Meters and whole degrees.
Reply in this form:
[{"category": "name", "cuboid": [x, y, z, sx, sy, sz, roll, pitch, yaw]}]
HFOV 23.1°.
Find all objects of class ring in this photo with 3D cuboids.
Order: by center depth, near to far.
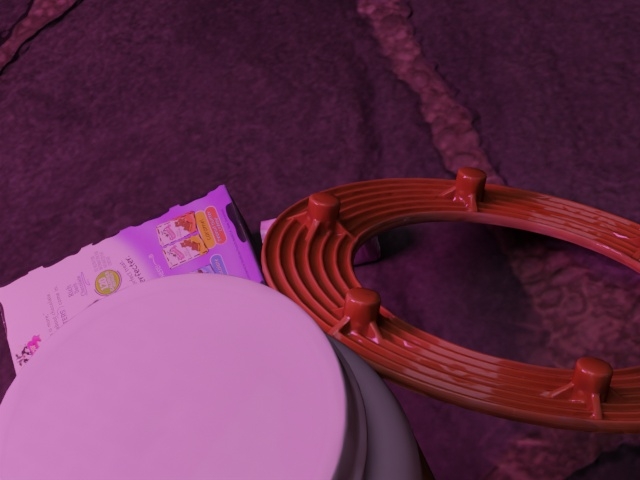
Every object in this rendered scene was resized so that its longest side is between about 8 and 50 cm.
[{"category": "ring", "cuboid": [0.130, 0.022, 1.005, 0.336, 0.032, 0.336, 8, 25, -4]}]

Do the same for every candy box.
[{"category": "candy box", "cuboid": [-0.126, 0.073, 1.158, 0.196, 0.070, 0.165, -24, 52, 1]}]

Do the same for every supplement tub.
[{"category": "supplement tub", "cuboid": [-0.037, 0.182, 0.893, 0.228, 0.316, 0.228, -9, 54, 12]}]

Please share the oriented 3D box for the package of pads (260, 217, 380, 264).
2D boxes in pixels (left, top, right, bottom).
[{"category": "package of pads", "cuboid": [0.000, 0.000, 1.179, 0.083, 0.050, 0.032, -11, 53, 10]}]
